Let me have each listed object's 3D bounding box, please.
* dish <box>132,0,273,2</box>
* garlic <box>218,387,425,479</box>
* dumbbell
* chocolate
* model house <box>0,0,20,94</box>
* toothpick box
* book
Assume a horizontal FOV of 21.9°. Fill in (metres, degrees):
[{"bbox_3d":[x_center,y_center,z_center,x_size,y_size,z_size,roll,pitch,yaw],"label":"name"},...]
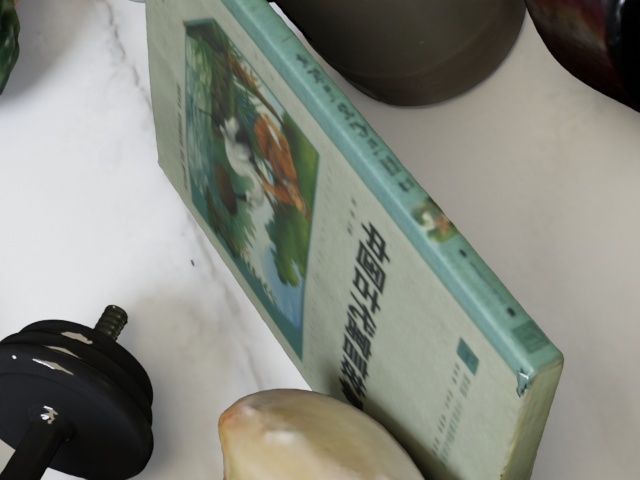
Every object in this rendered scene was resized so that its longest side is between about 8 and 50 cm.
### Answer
[{"bbox_3d":[-0.040,-0.156,0.842,0.141,0.078,0.141,-38,22,18],"label":"dish"},{"bbox_3d":[0.011,0.198,0.685,0.228,0.110,0.217,45,116,53],"label":"garlic"},{"bbox_3d":[-0.140,0.111,0.771,0.099,0.099,0.208,8,48,23],"label":"dumbbell"},{"bbox_3d":[0.152,-0.120,0.745,0.148,0.125,0.080,-33,49,-30],"label":"chocolate"},{"bbox_3d":[-0.270,-0.228,0.919,0.271,0.190,0.301,-1,60,26],"label":"model house"},{"bbox_3d":[0.022,-0.141,0.751,0.111,0.180,0.111,-6,72,19],"label":"toothpick box"},{"bbox_3d":[0.000,0.000,0.716,0.025,0.215,0.283,-28,61,-18],"label":"book"}]
